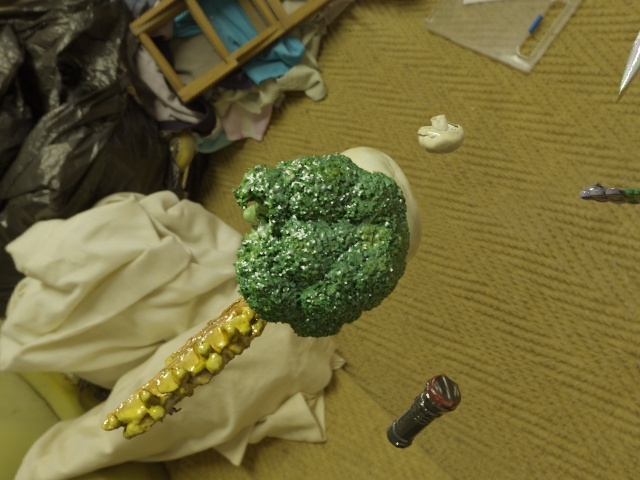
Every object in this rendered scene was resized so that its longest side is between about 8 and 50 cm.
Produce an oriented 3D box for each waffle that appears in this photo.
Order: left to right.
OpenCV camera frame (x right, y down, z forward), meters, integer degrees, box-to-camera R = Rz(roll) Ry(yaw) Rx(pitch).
[{"bbox_3d":[-0.176,0.175,0.757,0.260,0.293,0.069,-38,95,11],"label":"waffle"}]

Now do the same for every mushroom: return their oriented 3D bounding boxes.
[{"bbox_3d":[0.075,-0.050,0.918,0.203,0.246,0.246,-21,67,7],"label":"mushroom"},{"bbox_3d":[0.400,-0.353,1.641,0.154,0.154,0.122,8,116,34],"label":"mushroom"}]

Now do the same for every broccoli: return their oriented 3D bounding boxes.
[{"bbox_3d":[0.000,0.000,0.683,0.242,0.269,0.261,16,127,42],"label":"broccoli"}]

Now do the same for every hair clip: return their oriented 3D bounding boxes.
[{"bbox_3d":[0.748,-0.120,1.227,0.195,0.124,0.052,-166,83,-67],"label":"hair clip"}]

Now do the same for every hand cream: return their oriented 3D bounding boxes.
[{"bbox_3d":[0.769,-0.428,1.211,0.047,0.076,0.174,27,98,26],"label":"hand cream"}]

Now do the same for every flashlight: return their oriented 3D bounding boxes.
[{"bbox_3d":[0.244,0.422,1.203,0.093,0.093,0.232,56,131,29],"label":"flashlight"}]
